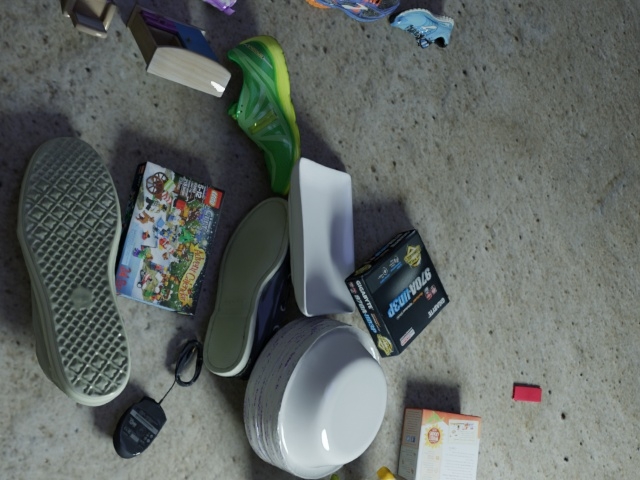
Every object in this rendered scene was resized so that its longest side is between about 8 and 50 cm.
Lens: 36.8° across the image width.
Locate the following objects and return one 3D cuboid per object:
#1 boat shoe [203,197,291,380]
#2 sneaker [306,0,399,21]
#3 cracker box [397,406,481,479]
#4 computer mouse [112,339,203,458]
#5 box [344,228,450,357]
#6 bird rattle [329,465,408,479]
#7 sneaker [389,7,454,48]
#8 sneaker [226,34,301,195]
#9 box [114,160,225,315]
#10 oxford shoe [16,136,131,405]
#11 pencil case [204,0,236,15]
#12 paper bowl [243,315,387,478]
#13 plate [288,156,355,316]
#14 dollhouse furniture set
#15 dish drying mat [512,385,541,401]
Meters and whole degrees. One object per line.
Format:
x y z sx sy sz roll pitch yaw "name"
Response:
-0.108 0.093 1.734 0.113 0.127 0.340 44 51 -53 "boat shoe"
0.071 -0.490 1.911 0.221 0.087 0.083 0 87 -33 "sneaker"
0.237 0.462 1.946 0.155 0.067 0.233 14 77 -30 "cracker box"
-0.277 0.270 1.655 0.071 0.041 0.242 48 57 -18 "computer mouse"
0.155 0.101 1.902 0.220 0.051 0.175 -37 106 -46 "box"
0.106 0.534 1.780 0.207 0.143 0.253 -43 103 2 "bird rattle"
0.215 -0.441 2.016 0.162 0.063 0.073 5 86 -32 "sneaker"
-0.108 -0.225 1.780 0.123 0.109 0.296 -12 96 -7 "sneaker"
-0.268 -0.001 1.674 0.159 0.044 0.233 20 75 -30 "box"
-0.400 0.049 1.546 0.169 0.130 0.450 -4 73 -27 "oxford shoe"
-0.240 -0.479 1.709 0.206 0.086 0.088 15 62 -30 "pencil case"
0.010 0.284 1.716 0.284 0.148 0.285 -16 112 -47 "paper bowl"
0.000 0.000 1.781 0.277 0.045 0.278 8 79 -70 "plate"
-0.226 -0.440 1.567 0.286 0.198 0.303 15 115 -31 "dollhouse furniture set"
0.459 0.341 2.135 0.083 0.008 0.032 10 81 -33 "dish drying mat"
